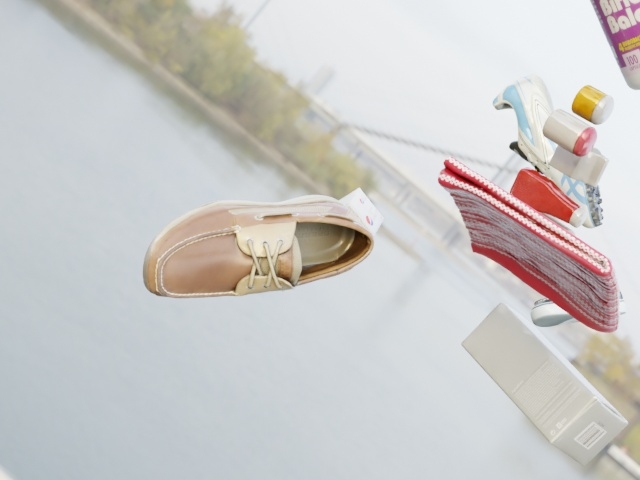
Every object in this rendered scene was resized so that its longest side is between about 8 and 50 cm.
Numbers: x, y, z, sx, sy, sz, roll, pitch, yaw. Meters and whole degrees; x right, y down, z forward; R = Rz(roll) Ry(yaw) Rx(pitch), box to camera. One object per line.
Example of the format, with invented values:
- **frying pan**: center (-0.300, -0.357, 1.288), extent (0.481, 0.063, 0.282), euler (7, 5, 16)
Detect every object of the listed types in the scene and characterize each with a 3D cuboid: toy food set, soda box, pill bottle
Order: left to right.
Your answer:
- **soda box**: center (0.000, 0.000, 2.208), extent (0.074, 0.216, 0.069), euler (51, 30, -12)
- **toy food set**: center (0.308, -0.063, 1.562), extent (0.104, 0.232, 0.111), euler (36, 26, 30)
- **pill bottle**: center (0.465, -0.384, 1.857), extent (0.169, 0.169, 0.302), euler (-80, 145, -85)

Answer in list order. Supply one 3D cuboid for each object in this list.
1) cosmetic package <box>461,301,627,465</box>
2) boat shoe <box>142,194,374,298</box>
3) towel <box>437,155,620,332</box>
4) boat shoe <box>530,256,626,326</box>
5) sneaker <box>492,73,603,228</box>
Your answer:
- **cosmetic package**: center (0.332, 0.212, 1.928), extent (0.127, 0.107, 0.238), euler (35, 14, -48)
- **boat shoe**: center (-0.072, 0.010, 1.653), extent (0.324, 0.123, 0.116), euler (-16, 25, -32)
- **towel**: center (0.219, 0.014, 1.321), extent (0.199, 0.031, 0.275), euler (34, -5, 20)
- **boat shoe**: center (0.328, 0.064, 1.683), extent (0.183, 0.065, 0.083), euler (0, 73, -46)
- **sneaker**: center (0.319, -0.116, 1.788), extent (0.237, 0.086, 0.085), euler (64, 19, 14)
